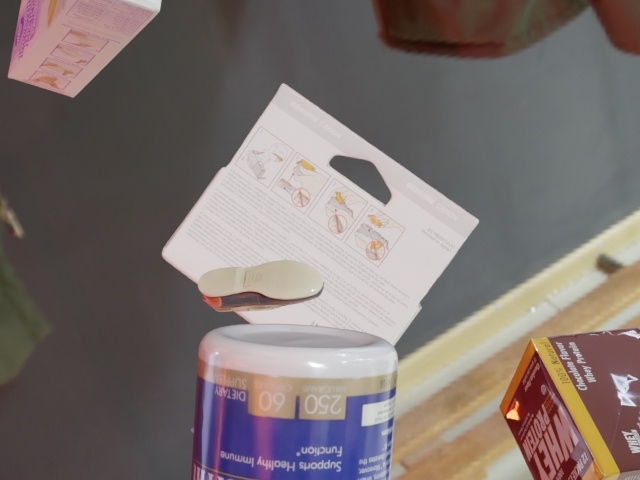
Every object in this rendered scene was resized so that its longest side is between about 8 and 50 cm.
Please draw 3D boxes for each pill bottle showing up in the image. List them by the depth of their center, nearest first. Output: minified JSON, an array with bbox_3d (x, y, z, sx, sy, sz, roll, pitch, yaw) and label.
[{"bbox_3d":[-0.023,0.203,0.877,0.153,0.264,0.153,3,3,0],"label":"pill bottle"}]

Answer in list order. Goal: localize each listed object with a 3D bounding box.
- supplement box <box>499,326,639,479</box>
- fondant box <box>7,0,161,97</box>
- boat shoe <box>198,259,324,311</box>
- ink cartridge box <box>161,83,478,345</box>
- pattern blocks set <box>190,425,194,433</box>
[{"bbox_3d":[0.341,0.213,1.307,0.194,0.129,0.191,-4,46,-19],"label":"supplement box"},{"bbox_3d":[-0.275,-0.339,1.386,0.330,0.096,0.238,-22,58,60],"label":"fondant box"},{"bbox_3d":[-0.058,0.052,1.190,0.137,0.043,0.049,-4,49,18],"label":"boat shoe"},{"bbox_3d":[0.000,0.000,1.401,0.296,0.066,0.261,36,93,7],"label":"ink cartridge box"},{"bbox_3d":[-0.116,0.412,1.700,0.026,0.324,0.285,-21,-7,17],"label":"pattern blocks set"}]
